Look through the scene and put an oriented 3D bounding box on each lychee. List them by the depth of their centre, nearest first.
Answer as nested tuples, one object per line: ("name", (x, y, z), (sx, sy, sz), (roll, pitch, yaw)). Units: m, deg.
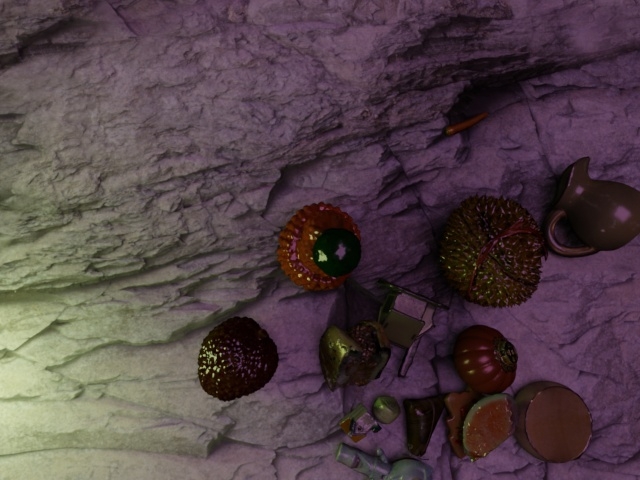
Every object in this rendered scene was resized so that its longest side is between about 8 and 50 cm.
("lychee", (-0.251, 0.354, 1.340), (0.271, 0.236, 0.236), (-40, 88, 13))

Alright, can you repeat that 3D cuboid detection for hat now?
("hat", (0.000, 0.000, 1.339), (0.285, 0.400, 0.285), (1, 79, -4))

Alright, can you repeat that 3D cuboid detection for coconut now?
("coconut", (0.214, 0.539, 1.440), (0.088, 0.088, 0.096), (36, 98, -1))

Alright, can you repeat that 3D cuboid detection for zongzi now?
("zongzi", (0.358, 0.600, 1.464), (0.184, 0.084, 0.187), (-2, 91, -28))

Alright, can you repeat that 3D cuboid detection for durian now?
("durian", (0.545, 0.042, 1.432), (0.348, 0.347, 0.384), (10, 42, -6))

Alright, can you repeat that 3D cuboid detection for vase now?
("vase", (0.934, -0.087, 1.589), (0.302, 0.241, 0.329), (40, 104, 12))

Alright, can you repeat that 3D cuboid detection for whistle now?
("whistle", (0.217, 0.726, 1.398), (0.346, 0.133, 0.142), (22, 119, 6))

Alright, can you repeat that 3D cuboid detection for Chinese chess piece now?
("Chinese chess piece", (0.765, 0.601, 1.496), (0.257, 0.104, 0.257), (1, 80, -8))

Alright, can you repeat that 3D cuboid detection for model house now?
("model house", (0.126, 0.585, 1.412), (0.100, 0.101, 0.087), (-38, 90, -10))
("model house", (0.246, 0.286, 1.440), (0.218, 0.205, 0.278), (24, 86, -3))

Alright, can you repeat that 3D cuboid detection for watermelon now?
("watermelon", (0.540, 0.576, 1.424), (0.231, 0.146, 0.128), (-49, 58, 17))

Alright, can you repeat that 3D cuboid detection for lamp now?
("lamp", (0.530, 0.383, 1.453), (0.223, 0.196, 0.223), (21, 55, -32))

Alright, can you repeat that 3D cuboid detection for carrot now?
("carrot", (0.545, -0.434, 1.667), (0.190, 0.037, 0.037), (-25, 85, -15))

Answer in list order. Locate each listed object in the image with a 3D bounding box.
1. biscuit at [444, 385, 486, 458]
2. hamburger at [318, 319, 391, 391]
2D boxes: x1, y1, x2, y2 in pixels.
("biscuit", (0.484, 0.596, 1.471), (0.212, 0.041, 0.238), (16, 84, -22))
("hamburger", (0.092, 0.335, 1.377), (0.168, 0.288, 0.192), (-11, 51, -20))
